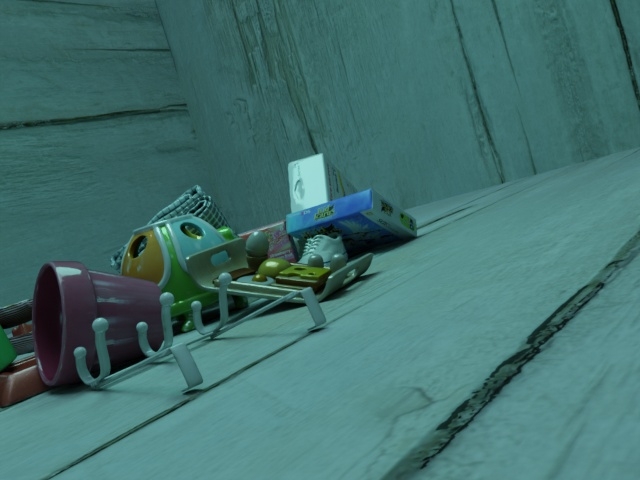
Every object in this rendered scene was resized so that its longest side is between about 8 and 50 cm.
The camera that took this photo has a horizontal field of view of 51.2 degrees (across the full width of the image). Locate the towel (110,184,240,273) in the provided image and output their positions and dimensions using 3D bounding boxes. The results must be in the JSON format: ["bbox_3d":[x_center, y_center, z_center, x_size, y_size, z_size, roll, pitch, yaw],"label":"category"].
[{"bbox_3d":[-0.343,0.035,1.649,0.283,0.121,0.235,-41,-35,-9],"label":"towel"}]

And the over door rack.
[{"bbox_3d":[-0.186,0.122,0.959,0.239,0.108,0.324,-21,5,-42],"label":"over door rack"}]

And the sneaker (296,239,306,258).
[{"bbox_3d":[0.000,0.000,2.309,0.222,0.083,0.118,-16,3,31],"label":"sneaker"}]

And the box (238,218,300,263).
[{"bbox_3d":[-0.215,0.055,1.857,0.299,0.154,0.142,-16,3,2],"label":"box"}]

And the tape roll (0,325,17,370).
[{"bbox_3d":[-0.712,0.256,1.187,0.321,0.077,0.321,-25,9,4],"label":"tape roll"}]

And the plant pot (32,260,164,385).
[{"bbox_3d":[-0.369,0.134,1.123,0.180,0.202,0.201,0,-7,-36],"label":"plant pot"}]

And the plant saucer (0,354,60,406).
[{"bbox_3d":[-0.498,0.232,1.248,0.258,0.048,0.259,-20,5,-39],"label":"plant saucer"}]

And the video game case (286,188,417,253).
[{"bbox_3d":[0.086,-0.038,1.803,0.269,0.061,0.244,-16,-26,32],"label":"video game case"}]

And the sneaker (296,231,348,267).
[{"bbox_3d":[-0.013,0.036,1.658,0.094,0.091,0.258,-16,3,24],"label":"sneaker"}]

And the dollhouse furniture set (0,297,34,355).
[{"bbox_3d":[-0.686,0.236,1.659,0.201,0.152,0.374,-19,-14,-24],"label":"dollhouse furniture set"}]

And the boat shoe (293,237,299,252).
[{"bbox_3d":[-0.215,0.068,2.048,0.324,0.117,0.097,-14,32,29],"label":"boat shoe"}]

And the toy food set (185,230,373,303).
[{"bbox_3d":[-0.075,0.041,1.305,0.305,0.093,0.219,5,12,22],"label":"toy food set"}]

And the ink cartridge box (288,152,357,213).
[{"bbox_3d":[0.020,-0.104,1.991,0.117,0.202,0.278,-15,-25,20],"label":"ink cartridge box"}]

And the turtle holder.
[{"bbox_3d":[-0.277,0.058,1.445,0.320,0.228,0.243,-19,3,-30],"label":"turtle holder"}]
